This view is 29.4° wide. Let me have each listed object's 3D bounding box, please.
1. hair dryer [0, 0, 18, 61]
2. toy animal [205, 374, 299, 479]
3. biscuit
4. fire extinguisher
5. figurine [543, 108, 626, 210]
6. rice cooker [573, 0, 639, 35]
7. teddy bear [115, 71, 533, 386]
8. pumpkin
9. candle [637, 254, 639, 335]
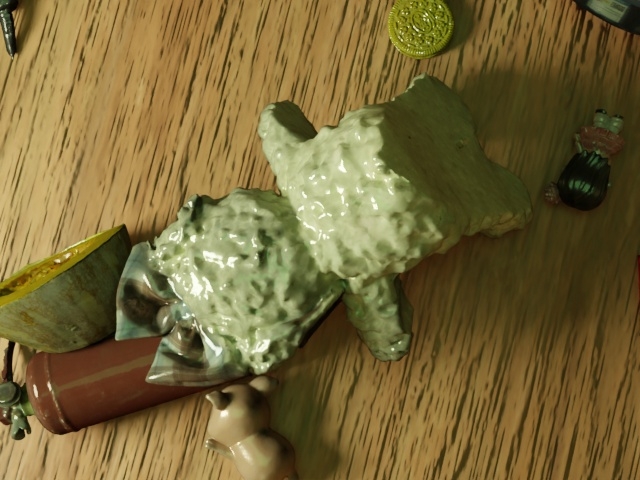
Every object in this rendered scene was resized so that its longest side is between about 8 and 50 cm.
[{"bbox_3d":[-0.450,-0.350,1.532,0.235,0.091,0.272,-21,85,10],"label":"hair dryer"},{"bbox_3d":[-0.077,0.227,1.427,0.089,0.083,0.150,-27,97,27],"label":"toy animal"},{"bbox_3d":[0.125,-0.266,1.508,0.084,0.023,0.084,-1,81,4],"label":"biscuit"},{"bbox_3d":[-0.257,0.143,1.447,0.337,0.106,0.147,-16,51,1],"label":"fire extinguisher"},{"bbox_3d":[0.320,-0.096,1.458,0.072,0.054,0.129,21,82,10],"label":"figurine"},{"bbox_3d":[0.392,-0.368,1.405,0.267,0.224,0.267,-1,81,4],"label":"rice cooker"},{"bbox_3d":[0.000,0.000,1.392,0.362,0.375,0.327,-38,82,26],"label":"teddy bear"},{"bbox_3d":[-0.298,0.069,1.413,0.217,0.217,0.110,-32,107,-1],"label":"pumpkin"},{"bbox_3d":[0.399,0.053,1.434,0.052,0.052,0.131,-1,81,4],"label":"candle"}]
